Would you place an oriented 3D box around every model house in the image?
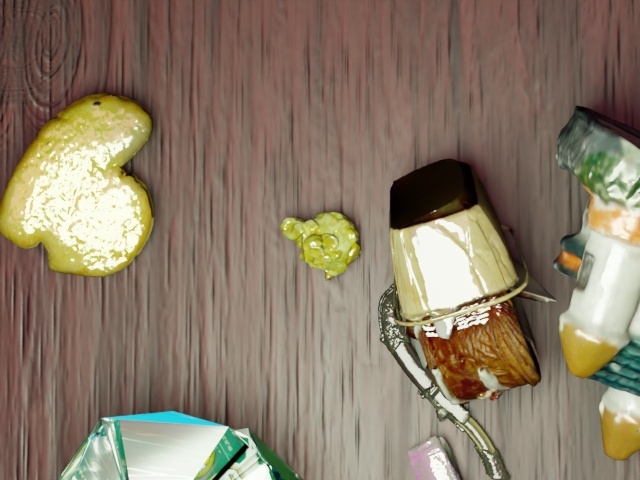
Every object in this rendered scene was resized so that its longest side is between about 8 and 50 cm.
[{"bbox_3d":[0.276,0.050,1.478,0.190,0.271,0.301,16,101,-1],"label":"model house"}]

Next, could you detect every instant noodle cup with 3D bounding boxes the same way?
[{"bbox_3d":[-0.126,0.274,1.547,0.240,0.178,0.240,0,86,7],"label":"instant noodle cup"}]

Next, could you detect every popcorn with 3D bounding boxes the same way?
[{"bbox_3d":[0.000,0.000,1.609,0.083,0.059,0.068,15,49,0],"label":"popcorn"}]

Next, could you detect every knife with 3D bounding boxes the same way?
[{"bbox_3d":[0.114,0.146,1.603,0.045,0.021,0.222,-31,82,2],"label":"knife"}]

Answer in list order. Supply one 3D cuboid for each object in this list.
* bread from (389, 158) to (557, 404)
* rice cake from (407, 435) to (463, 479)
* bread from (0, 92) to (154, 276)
[{"bbox_3d":[0.138,0.042,1.510,0.142,0.224,0.212,-20,106,8],"label":"bread"},{"bbox_3d":[0.137,0.290,1.584,0.047,0.036,0.207,-19,85,11],"label":"rice cake"},{"bbox_3d":[-0.226,-0.054,1.645,0.149,0.065,0.188,34,88,-3],"label":"bread"}]
